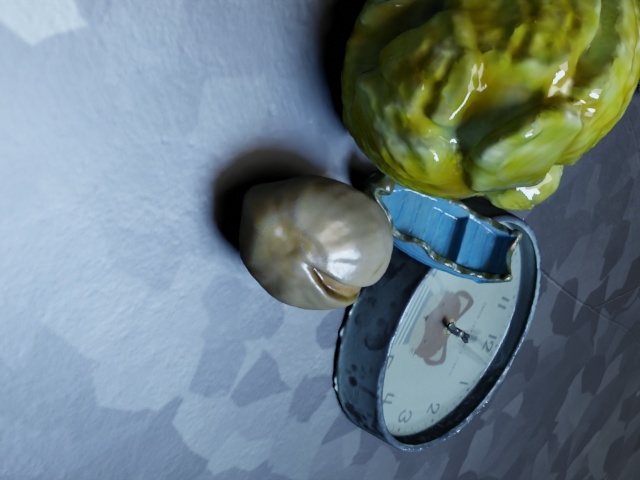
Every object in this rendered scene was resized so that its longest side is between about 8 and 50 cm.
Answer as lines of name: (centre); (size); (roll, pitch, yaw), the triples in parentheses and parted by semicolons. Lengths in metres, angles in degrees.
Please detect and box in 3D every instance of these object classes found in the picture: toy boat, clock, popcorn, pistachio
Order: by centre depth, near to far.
popcorn: (0.147, -0.140, 0.708); (0.276, 0.276, 0.226); (14, 65, -50)
pistachio: (0.000, 0.000, 0.713); (0.124, 0.124, 0.185); (-66, 157, 6)
toy boat: (0.120, -0.018, 0.803); (0.185, 0.077, 0.075); (26, 68, -14)
clock: (0.154, 0.104, 0.971); (0.325, 0.067, 0.325); (-25, 128, -36)

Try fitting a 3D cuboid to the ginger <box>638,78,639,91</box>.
ginger: (0.517, -0.290, 1.133); (0.258, 0.065, 0.149); (-41, 150, -31)
